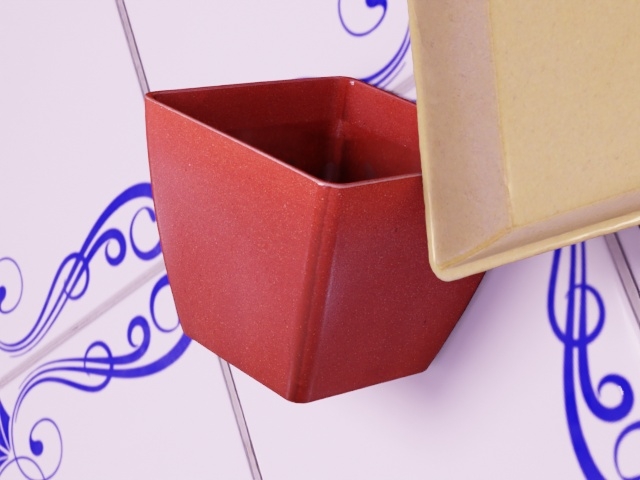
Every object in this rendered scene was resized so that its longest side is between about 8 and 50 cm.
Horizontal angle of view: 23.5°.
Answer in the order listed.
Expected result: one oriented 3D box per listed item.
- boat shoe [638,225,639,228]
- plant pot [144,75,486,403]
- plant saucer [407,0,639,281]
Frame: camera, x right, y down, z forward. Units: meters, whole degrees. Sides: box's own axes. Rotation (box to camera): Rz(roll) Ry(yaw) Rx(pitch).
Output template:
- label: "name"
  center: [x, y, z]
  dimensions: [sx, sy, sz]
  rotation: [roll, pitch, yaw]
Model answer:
- label: "boat shoe"
  center: [0.292, -0.098, 1.279]
  dimensions: [0.111, 0.104, 0.307]
  rotation: [-37, 59, 45]
- label: "plant pot"
  center: [0.000, 0.000, 1.451]
  dimensions: [0.267, 0.267, 0.235]
  rotation: [29, 118, 41]
- label: "plant saucer"
  center: [0.220, -0.155, 1.227]
  dimensions: [0.333, 0.081, 0.332]
  rotation: [-19, 68, 44]
